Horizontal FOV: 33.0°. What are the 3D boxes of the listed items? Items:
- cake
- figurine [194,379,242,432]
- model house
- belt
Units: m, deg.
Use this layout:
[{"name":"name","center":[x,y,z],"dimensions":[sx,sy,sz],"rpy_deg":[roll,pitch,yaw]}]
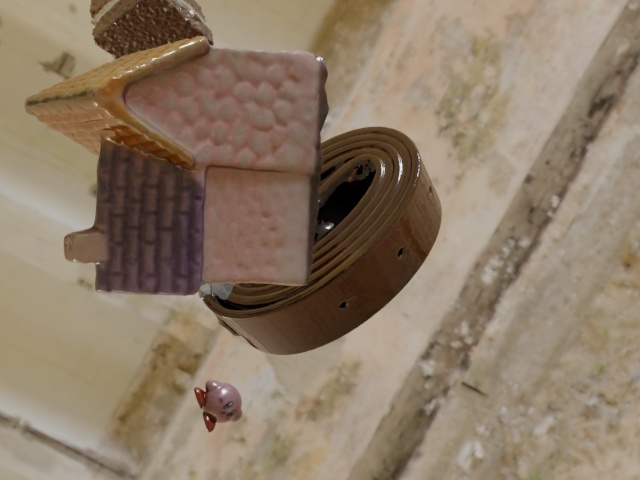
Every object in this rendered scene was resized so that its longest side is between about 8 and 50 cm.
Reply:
[{"name":"cake","center":[-0.243,-0.319,1.553],"dimensions":[0.134,0.135,0.147],"rpy_deg":[-33,40,20]},{"name":"figurine","center":[-0.169,0.271,1.816],"dimensions":[0.071,0.083,0.067],"rpy_deg":[-20,10,-5]},{"name":"model house","center":[-0.146,-0.072,1.024],"dimensions":[0.202,0.237,0.237],"rpy_deg":[14,101,54]},{"name":"belt","center":[0.000,0.000,1.402],"dimensions":[0.339,0.217,0.122],"rpy_deg":[-41,-41,-7]}]
